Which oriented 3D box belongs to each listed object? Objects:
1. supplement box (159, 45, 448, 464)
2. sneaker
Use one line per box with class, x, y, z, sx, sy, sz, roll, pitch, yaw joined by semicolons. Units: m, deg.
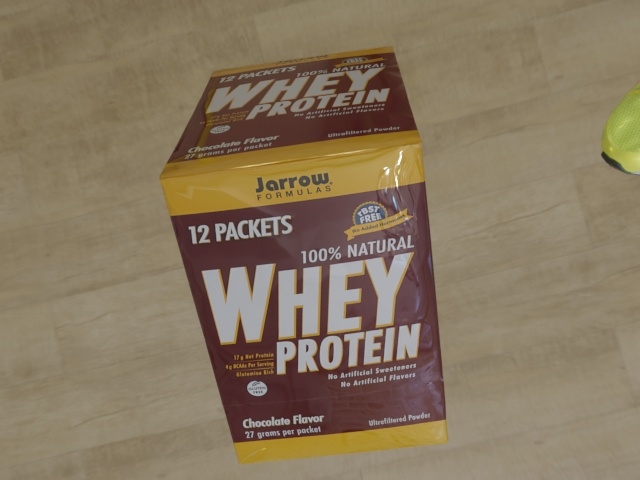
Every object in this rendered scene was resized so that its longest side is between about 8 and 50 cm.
supplement box;0.000;0.000;0.465;0.129;0.191;0.194;-7;119;5
sneaker;0.307;-0.141;0.582;0.208;0.094;0.081;-43;55;4
